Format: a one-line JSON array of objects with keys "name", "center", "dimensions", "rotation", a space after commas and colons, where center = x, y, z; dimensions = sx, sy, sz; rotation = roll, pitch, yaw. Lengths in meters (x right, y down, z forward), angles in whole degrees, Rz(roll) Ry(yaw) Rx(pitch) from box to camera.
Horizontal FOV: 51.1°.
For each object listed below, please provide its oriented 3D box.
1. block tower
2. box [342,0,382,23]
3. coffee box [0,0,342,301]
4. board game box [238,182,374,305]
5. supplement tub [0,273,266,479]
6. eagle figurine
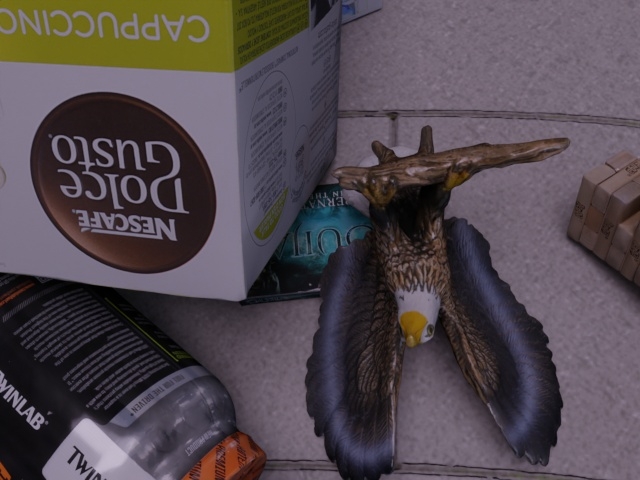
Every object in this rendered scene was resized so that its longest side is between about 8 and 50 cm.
[{"name": "block tower", "center": [0.385, 0.041, 0.591], "dimensions": [0.091, 0.097, 0.335], "rotation": [-31, 53, -17]}, {"name": "box", "center": [0.003, -0.360, 0.777], "dimensions": [0.103, 0.203, 0.114], "rotation": [-23, 68, -4]}, {"name": "coffee box", "center": [-0.176, -0.183, 0.580], "dimensions": [0.338, 0.334, 0.338], "rotation": [6, 28, 11]}, {"name": "board game box", "center": [0.000, 0.000, 0.729], "dimensions": [0.186, 0.026, 0.126], "rotation": [-7, 67, 3]}, {"name": "supplement tub", "center": [-0.214, 0.148, 0.599], "dimensions": [0.316, 0.193, 0.193], "rotation": [36, 75, 18]}, {"name": "eagle figurine", "center": [0.094, 0.060, 0.620], "dimensions": [0.226, 0.298, 0.225], "rotation": [14, 34, 41]}]
